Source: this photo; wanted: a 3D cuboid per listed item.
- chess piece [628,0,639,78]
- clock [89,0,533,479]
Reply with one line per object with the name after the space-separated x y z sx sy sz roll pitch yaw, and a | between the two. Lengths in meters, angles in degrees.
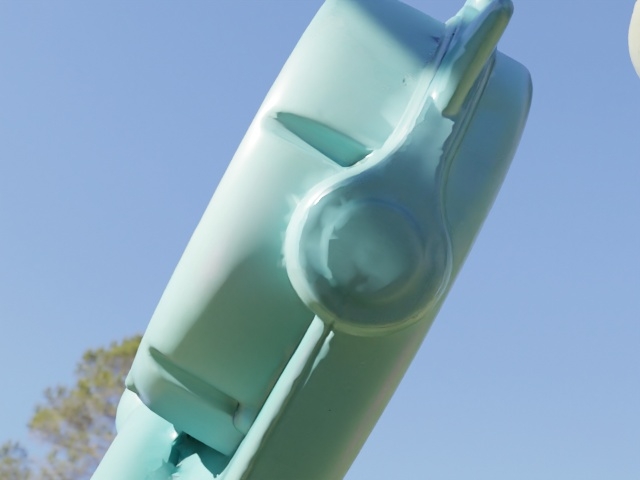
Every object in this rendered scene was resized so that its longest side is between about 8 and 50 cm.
0.273 -0.132 0.781 0.133 0.133 0.243 -16 -4 41 | chess piece
0.000 0.000 0.524 0.094 0.223 0.274 27 -66 -1 | clock
